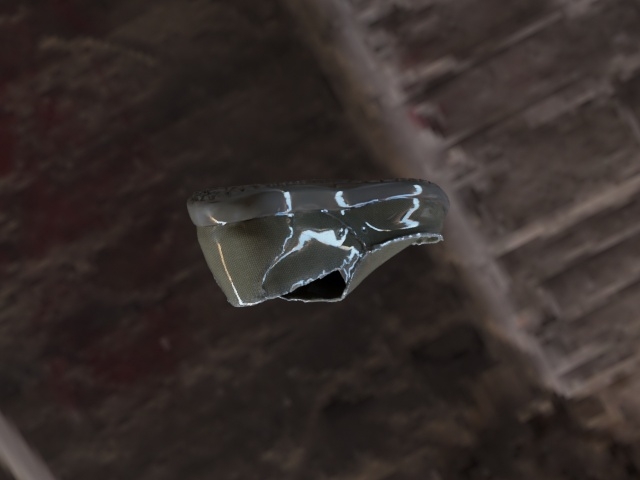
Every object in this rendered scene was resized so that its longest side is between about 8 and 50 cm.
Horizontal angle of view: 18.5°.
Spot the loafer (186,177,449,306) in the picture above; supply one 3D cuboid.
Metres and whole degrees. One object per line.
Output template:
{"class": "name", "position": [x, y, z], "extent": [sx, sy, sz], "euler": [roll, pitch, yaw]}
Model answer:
{"class": "loafer", "position": [0.000, 0.000, 0.802], "extent": [0.056, 0.050, 0.148], "euler": [1, -177, 41]}
